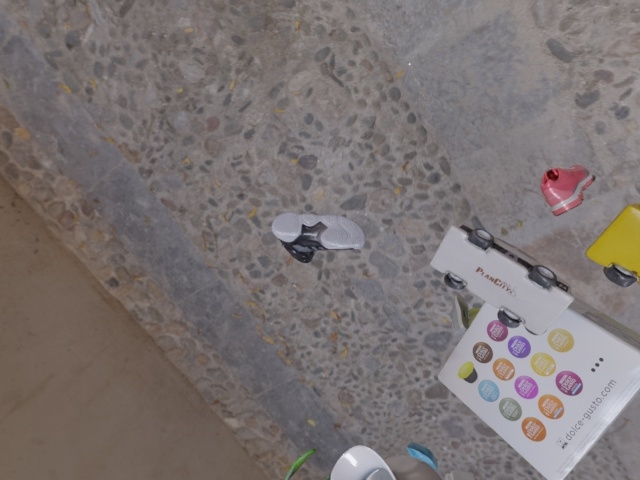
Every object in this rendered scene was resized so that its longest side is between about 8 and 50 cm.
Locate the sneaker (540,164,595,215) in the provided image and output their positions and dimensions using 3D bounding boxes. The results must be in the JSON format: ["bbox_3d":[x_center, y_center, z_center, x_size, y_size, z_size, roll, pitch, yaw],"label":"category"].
[{"bbox_3d":[0.835,-0.210,1.369,0.136,0.314,0.116,51,138,-1],"label":"sneaker"}]

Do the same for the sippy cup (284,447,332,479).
[{"bbox_3d":[0.067,0.665,0.972,0.224,0.240,0.305,-37,97,-20],"label":"sippy cup"}]

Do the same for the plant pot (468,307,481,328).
[{"bbox_3d":[0.621,0.422,1.444,0.276,0.276,0.254,32,74,-3],"label":"plant pot"}]

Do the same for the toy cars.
[{"bbox_3d":[0.350,0.036,0.536,0.394,0.087,0.176,-6,106,41],"label":"toy cars"}]

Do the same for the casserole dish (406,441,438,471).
[{"bbox_3d":[0.426,0.892,1.658,0.114,0.037,0.188,8,140,40],"label":"casserole dish"}]

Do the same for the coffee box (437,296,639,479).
[{"bbox_3d":[0.576,0.313,1.010,0.334,0.338,0.337,40,110,41],"label":"coffee box"}]

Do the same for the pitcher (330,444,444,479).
[{"bbox_3d":[0.126,0.396,0.571,0.125,0.177,0.207,-42,132,5],"label":"pitcher"}]

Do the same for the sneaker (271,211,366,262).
[{"bbox_3d":[0.000,0.000,1.160,0.269,0.101,0.153,9,150,12],"label":"sneaker"}]

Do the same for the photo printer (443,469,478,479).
[{"bbox_3d":[0.366,0.824,1.062,0.107,0.256,0.307,8,113,-2],"label":"photo printer"}]

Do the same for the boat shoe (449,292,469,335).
[{"bbox_3d":[0.620,0.334,1.817,0.079,0.227,0.081,37,125,-14],"label":"boat shoe"}]
